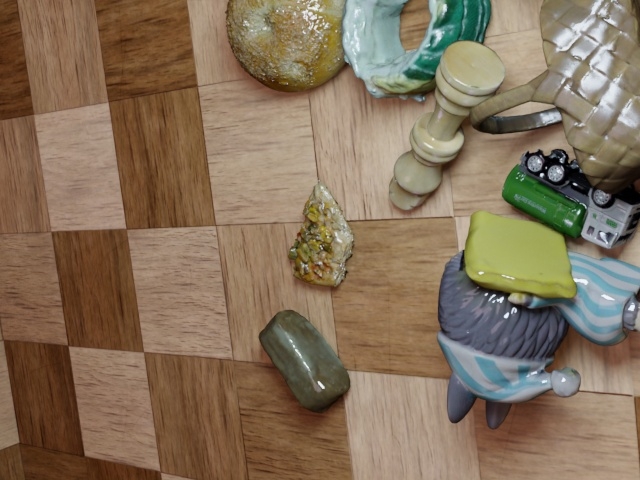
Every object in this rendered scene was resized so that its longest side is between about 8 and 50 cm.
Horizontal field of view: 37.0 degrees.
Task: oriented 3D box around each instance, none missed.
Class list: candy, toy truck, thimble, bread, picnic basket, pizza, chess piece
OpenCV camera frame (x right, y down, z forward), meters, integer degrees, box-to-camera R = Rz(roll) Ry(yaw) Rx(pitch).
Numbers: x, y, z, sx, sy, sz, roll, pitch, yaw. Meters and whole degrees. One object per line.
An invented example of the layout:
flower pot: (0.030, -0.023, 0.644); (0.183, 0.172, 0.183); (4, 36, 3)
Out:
candy: (-0.037, 0.265, 2.121); (0.104, 0.102, 0.234); (-49, 66, 35)
toy truck: (0.435, -0.074, 1.663); (0.242, 0.101, 0.125); (31, 116, 32)
thimble: (0.170, -0.400, 1.767); (0.254, 0.167, 0.288); (34, 118, 31)
bread: (-0.073, -0.444, 1.951); (0.305, 0.159, 0.305); (15, 114, 36)
picnic basket: (0.394, -0.228, 1.533); (0.337, 0.293, 0.337); (1, 93, 32)
pizza: (0.000, 0.000, 2.057); (0.147, 0.069, 0.226); (32, 118, 33)
chess piece: (0.214, -0.190, 1.768); (0.117, 0.117, 0.397); (51, 148, 19)

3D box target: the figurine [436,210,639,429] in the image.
figurine: (0.379, 0.178, 1.705); (0.361, 0.266, 0.377); (18, 122, 19)
